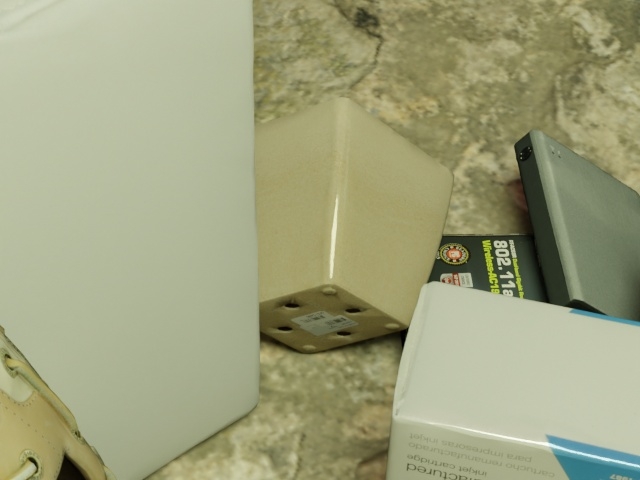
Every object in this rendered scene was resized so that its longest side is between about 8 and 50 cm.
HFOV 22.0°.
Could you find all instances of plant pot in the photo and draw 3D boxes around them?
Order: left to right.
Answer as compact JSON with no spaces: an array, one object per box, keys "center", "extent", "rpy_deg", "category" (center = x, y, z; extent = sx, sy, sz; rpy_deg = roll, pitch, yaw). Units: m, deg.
[{"center":[0.000,0.000,0.890],"extent":[0.109,0.109,0.096],"rpy_deg":[-17,58,33],"category":"plant pot"}]

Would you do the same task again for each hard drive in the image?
[{"center":[0.157,0.007,0.930],"extent":[0.094,0.022,0.135],"rpy_deg":[28,37,-30],"category":"hard drive"}]

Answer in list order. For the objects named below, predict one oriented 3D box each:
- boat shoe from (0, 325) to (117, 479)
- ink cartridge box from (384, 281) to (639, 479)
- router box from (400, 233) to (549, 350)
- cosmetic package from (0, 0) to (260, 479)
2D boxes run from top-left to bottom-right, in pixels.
[{"center":[-0.141,0.085,0.623],"extent":[0.098,0.302,0.109],"rpy_deg":[37,78,30],"category":"boat shoe"},{"center":[0.100,0.118,0.734],"extent":[0.140,0.190,0.082],"rpy_deg":[11,47,8],"category":"ink cartridge box"},{"center":[0.092,0.051,0.906],"extent":[0.092,0.038,0.122],"rpy_deg":[0,45,-5],"category":"router box"},{"center":[-0.276,-0.054,0.790],"extent":[0.329,0.327,0.394],"rpy_deg":[-31,54,-29],"category":"cosmetic package"}]
